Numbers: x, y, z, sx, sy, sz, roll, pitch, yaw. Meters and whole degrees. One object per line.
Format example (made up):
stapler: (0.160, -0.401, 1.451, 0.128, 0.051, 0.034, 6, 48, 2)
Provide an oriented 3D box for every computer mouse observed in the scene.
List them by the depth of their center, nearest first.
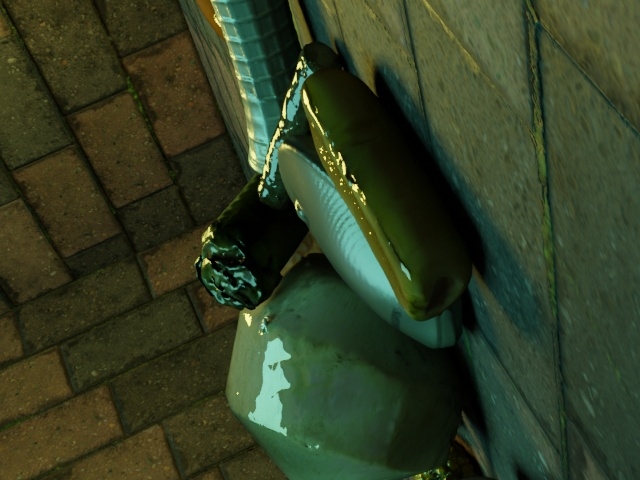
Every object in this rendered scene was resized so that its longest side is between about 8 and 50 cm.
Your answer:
computer mouse: (0.052, 0.006, 1.397, 0.331, 0.095, 0.197, 44, 162, 26)

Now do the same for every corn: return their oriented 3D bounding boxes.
corn: (0.191, 0.373, 1.931, 0.313, 0.102, 0.102, -172, 58, -84)

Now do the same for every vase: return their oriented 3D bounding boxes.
vase: (-0.069, -0.249, 1.552, 0.143, 0.143, 0.299, -122, 13, -55)

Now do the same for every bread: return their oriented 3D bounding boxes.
bread: (0.071, -0.056, 1.231, 0.305, 0.091, 0.142, 62, 179, 32)

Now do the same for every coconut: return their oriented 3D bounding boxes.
coconut: (0.037, 0.205, 1.631, 0.352, 0.352, 0.353, 155, 90, -85)

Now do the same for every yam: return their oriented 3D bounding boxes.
yam: (-0.031, -0.144, 1.487, 0.061, 0.061, 0.253, 62, 147, 33)

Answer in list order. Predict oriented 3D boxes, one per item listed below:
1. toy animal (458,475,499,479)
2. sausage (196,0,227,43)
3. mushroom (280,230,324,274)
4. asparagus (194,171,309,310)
toy animal: (0.213, 0.369, 1.406, 0.250, 0.154, 0.167, 165, 89, -82)
sausage: (-0.153, -0.399, 1.842, 0.105, 0.105, 0.274, 71, 172, -47)
mushroom: (-0.025, 0.009, 2.027, 0.162, 0.173, 0.236, 123, 122, -86)
asparagus: (-0.052, -0.060, 1.652, 0.382, 0.128, 0.108, -56, -33, -41)
